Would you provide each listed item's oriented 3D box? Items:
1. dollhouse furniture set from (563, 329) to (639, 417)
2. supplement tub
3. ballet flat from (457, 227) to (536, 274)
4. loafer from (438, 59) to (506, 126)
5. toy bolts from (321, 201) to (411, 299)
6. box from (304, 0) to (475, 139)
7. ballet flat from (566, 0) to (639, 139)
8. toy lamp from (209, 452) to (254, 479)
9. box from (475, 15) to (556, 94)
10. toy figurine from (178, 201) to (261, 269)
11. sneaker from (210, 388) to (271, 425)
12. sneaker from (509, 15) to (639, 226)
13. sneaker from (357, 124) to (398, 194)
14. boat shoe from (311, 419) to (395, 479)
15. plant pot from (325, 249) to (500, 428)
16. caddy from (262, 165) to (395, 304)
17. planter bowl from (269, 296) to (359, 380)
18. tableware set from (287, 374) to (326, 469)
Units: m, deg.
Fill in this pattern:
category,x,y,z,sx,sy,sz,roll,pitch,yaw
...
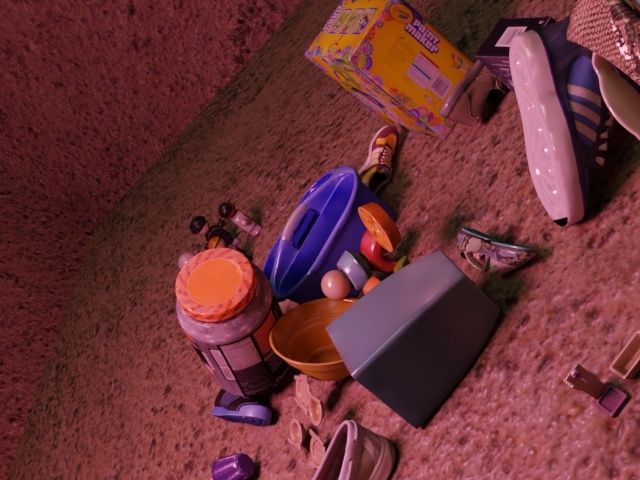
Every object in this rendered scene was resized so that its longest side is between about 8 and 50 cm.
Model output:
category,x,y,z,sx,sy,sz,roll,pitch,yaw
dollhouse furniture set,0.363,0.148,1.056,0.114,0.081,0.091,-54,25,4
supplement tub,-0.172,0.164,1.634,0.193,0.316,0.194,-6,53,7
ballet flat,0.294,0.026,1.369,0.070,0.070,0.188,-57,23,-2
loafer,0.345,-0.329,1.685,0.251,0.087,0.094,-50,-3,-14
toy bolts,0.076,0.051,1.530,0.158,0.218,0.228,-37,16,-9
box,0.161,-0.393,1.824,0.177,0.290,0.279,-56,26,0
ballet flat,0.496,-0.181,1.068,0.483,0.164,0.182,57,143,34
toy lamp,-0.237,0.519,1.682,0.274,0.080,0.080,-42,28,31
box,0.395,-0.321,1.476,0.093,0.158,0.156,-55,25,-1
toy figurine,-0.288,0.006,2.307,0.209,0.148,0.213,-29,35,44
sneaker,-0.168,0.346,1.760,0.232,0.081,0.091,-13,55,57
sneaker,0.447,-0.202,1.284,0.130,0.236,0.323,149,108,-84
sneaker,0.143,-0.177,1.872,0.084,0.069,0.186,23,86,56
boat shoe,-0.001,0.444,1.319,0.320,0.103,0.118,-56,25,-2
plant pot,0.163,0.145,1.336,0.234,0.165,0.166,-45,26,5
caddy,0.000,0.000,1.768,0.341,0.179,0.241,-60,26,-9
planter bowl,0.017,0.204,1.548,0.217,0.090,0.217,-7,28,4
tableware set,-0.023,0.335,1.498,0.141,0.020,0.169,-158,67,-63
